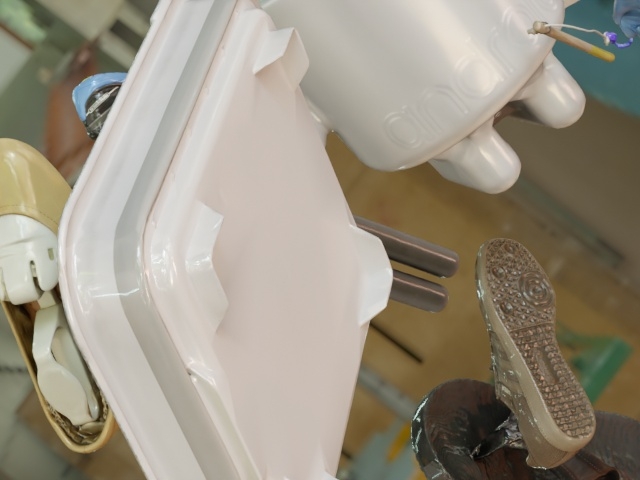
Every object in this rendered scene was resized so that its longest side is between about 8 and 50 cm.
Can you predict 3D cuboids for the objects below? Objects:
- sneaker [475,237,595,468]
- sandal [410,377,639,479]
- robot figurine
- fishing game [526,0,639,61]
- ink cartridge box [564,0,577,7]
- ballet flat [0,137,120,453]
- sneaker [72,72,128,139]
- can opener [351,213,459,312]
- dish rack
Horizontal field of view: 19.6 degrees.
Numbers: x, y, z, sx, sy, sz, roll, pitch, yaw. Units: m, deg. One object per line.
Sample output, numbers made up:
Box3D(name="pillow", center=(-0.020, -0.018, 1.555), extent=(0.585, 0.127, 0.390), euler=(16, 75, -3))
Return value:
Box3D(name="sneaker", center=(0.153, 0.090, 1.456), extent=(0.071, 0.066, 0.188), euler=(-52, 46, 48))
Box3D(name="sandal", center=(0.259, 0.210, 1.958), extent=(0.446, 0.167, 0.107), euler=(10, -43, -47))
Box3D(name="robot figurine", center=(0.042, -0.194, 1.383), extent=(0.300, 0.353, 0.200), euler=(-47, 17, -8))
Box3D(name="fishing game", center=(0.292, -0.185, 1.297), extent=(0.264, 0.041, 0.189), euler=(-19, -14, 33))
Box3D(name="ink cartridge box", center=(0.093, -0.292, 1.565), extent=(0.207, 0.283, 0.117), euler=(-25, 48, 44))
Box3D(name="ballet flat", center=(-0.182, 0.042, 1.263), extent=(0.080, 0.232, 0.073), euler=(-14, 25, 16))
Box3D(name="sneaker", center=(-0.164, -0.129, 1.882), extent=(0.188, 0.078, 0.067), euler=(-5, -12, -35))
Box3D(name="can opener", center=(0.000, 0.000, 1.839), extent=(0.095, 0.283, 0.076), euler=(13, 84, 62))
Box3D(name="dish rack", center=(-0.035, 0.022, 1.083), extent=(0.072, 0.285, 0.333), euler=(-10, 33, 19))
